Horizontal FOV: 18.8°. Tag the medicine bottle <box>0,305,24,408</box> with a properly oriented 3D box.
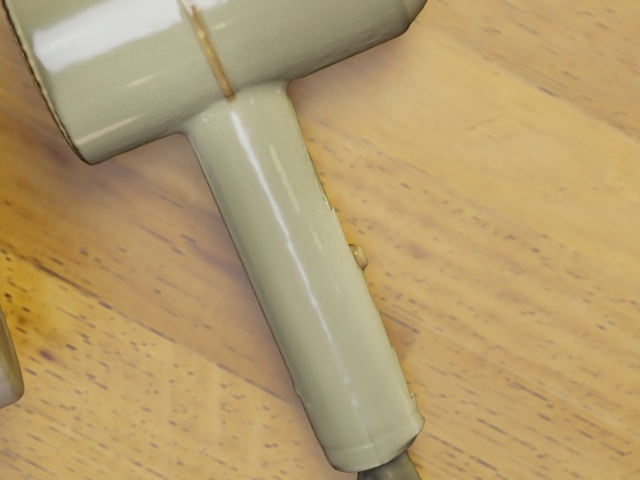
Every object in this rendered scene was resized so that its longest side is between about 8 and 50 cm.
[{"bbox_3d":[-0.308,0.028,0.793,0.325,0.256,0.256,-21,95,-8],"label":"medicine bottle"}]

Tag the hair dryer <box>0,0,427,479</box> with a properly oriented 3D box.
[{"bbox_3d":[0.000,0.000,0.880,0.173,0.107,0.357,-22,104,3],"label":"hair dryer"}]
